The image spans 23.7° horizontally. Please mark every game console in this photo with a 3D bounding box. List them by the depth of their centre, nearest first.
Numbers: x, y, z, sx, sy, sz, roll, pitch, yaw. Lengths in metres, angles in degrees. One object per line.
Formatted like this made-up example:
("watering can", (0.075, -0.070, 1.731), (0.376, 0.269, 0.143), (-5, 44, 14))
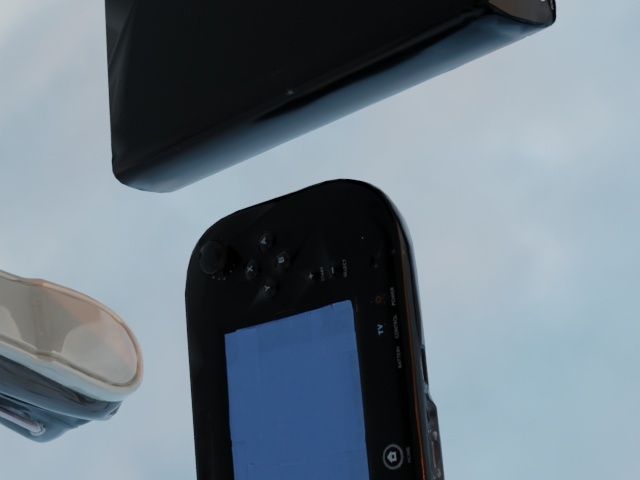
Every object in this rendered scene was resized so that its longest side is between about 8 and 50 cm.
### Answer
("game console", (0.000, 0.000, 0.538), (0.213, 0.044, 0.361), (-21, -110, 47))

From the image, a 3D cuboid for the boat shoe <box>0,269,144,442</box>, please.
("boat shoe", (-0.262, 0.043, 0.953), (0.095, 0.335, 0.112), (-40, -142, 24))
